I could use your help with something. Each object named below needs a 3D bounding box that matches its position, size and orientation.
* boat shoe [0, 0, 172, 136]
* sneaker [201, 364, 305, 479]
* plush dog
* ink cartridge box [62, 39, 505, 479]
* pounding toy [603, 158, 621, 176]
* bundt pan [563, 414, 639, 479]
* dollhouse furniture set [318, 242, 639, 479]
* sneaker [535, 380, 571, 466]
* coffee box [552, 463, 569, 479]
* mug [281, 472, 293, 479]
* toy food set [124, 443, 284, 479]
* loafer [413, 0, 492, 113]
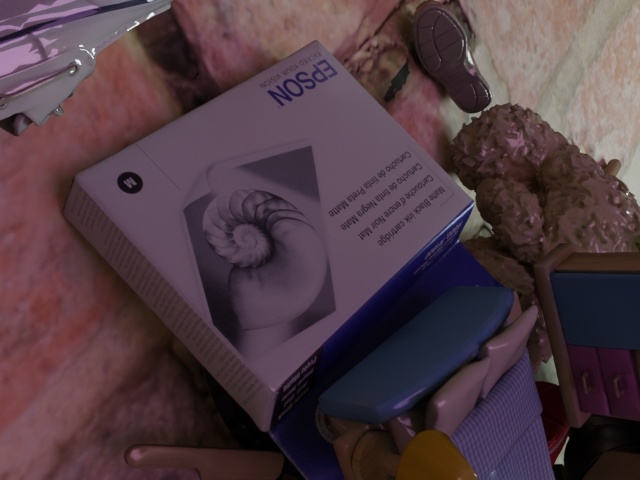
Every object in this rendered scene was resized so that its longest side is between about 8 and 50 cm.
[{"bbox_3d":[-0.160,-0.089,0.384,0.226,0.083,0.076,-29,125,-30],"label":"boat shoe"},{"bbox_3d":[0.021,0.117,0.584,0.283,0.107,0.124,46,18,-21],"label":"sneaker"},{"bbox_3d":[0.183,0.043,0.692,0.225,0.210,0.262,-38,121,-8],"label":"plush dog"},{"bbox_3d":[0.000,0.000,0.488,0.224,0.045,0.223,47,51,4],"label":"ink cartridge box"},{"bbox_3d":[0.378,0.036,0.934,0.183,0.110,0.237,-30,114,-43],"label":"pounding toy"},{"bbox_3d":[0.348,0.174,0.763,0.124,0.331,0.331,17,77,-11],"label":"bundt pan"},{"bbox_3d":[0.185,0.164,0.466,0.303,0.198,0.286,-30,110,-40],"label":"dollhouse furniture set"},{"bbox_3d":[0.180,0.247,0.767,0.221,0.087,0.128,-39,129,-25],"label":"sneaker"},{"bbox_3d":[0.251,0.343,0.823,0.113,0.040,0.184,59,33,-29],"label":"coffee box"},{"bbox_3d":[-0.019,0.199,0.564,0.062,0.078,0.064,-45,121,6],"label":"mug"},{"bbox_3d":[-0.100,0.217,0.489,0.132,0.038,0.192,19,83,-39],"label":"toy food set"},{"bbox_3d":[0.114,-0.166,0.697,0.125,0.045,0.039,48,26,-40],"label":"loafer"}]
